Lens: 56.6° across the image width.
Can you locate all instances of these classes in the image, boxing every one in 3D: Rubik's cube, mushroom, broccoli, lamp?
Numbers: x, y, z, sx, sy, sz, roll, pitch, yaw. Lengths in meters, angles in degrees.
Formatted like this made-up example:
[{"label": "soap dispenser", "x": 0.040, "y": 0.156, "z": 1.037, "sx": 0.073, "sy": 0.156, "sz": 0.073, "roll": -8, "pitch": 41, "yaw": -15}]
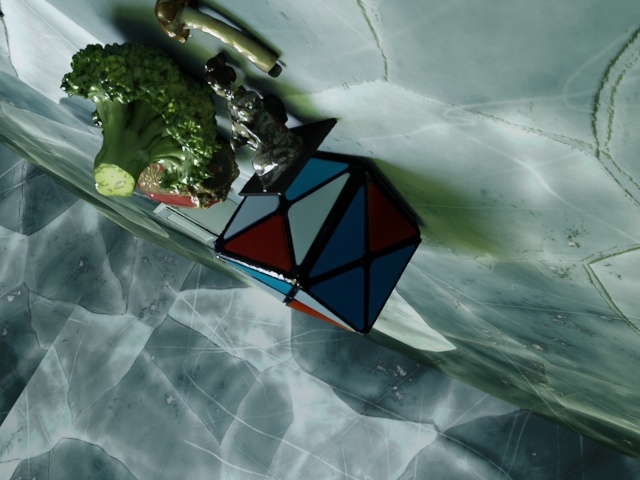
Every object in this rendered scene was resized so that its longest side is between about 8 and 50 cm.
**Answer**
[{"label": "Rubik's cube", "x": 0.000, "y": 0.000, "z": 1.110, "sx": 0.250, "sy": 0.248, "sz": 0.246, "roll": 16, "pitch": 161, "yaw": 43}, {"label": "mushroom", "x": -0.136, "y": -0.271, "z": 0.803, "sx": 0.187, "sy": 0.061, "sz": 0.060, "roll": 27, "pitch": 161, "yaw": -13}, {"label": "broccoli", "x": -0.293, "y": -0.205, "z": 1.007, "sx": 0.288, "sy": 0.235, "sz": 0.260, "roll": 27, "pitch": -161, "yaw": -25}, {"label": "lamp", "x": -0.292, "y": -0.154, "z": 1.281, "sx": 0.274, "sy": 0.177, "sz": 0.177, "roll": 10, "pitch": 157, "yaw": 50}]

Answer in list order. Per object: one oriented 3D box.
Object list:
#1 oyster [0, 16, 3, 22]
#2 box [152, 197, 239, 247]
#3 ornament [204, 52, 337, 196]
[{"label": "oyster", "x": -0.683, "y": -0.461, "z": 1.209, "sx": 0.093, "sy": 0.034, "sz": 0.051, "roll": 9, "pitch": 175, "yaw": 25}, {"label": "box", "x": -0.359, "y": -0.082, "z": 1.762, "sx": 0.225, "sy": 0.117, "sz": 0.225, "roll": 32, "pitch": 165, "yaw": -17}, {"label": "ornament", "x": -0.117, "y": -0.187, "z": 0.917, "sx": 0.196, "sy": 0.153, "sz": 0.166, "roll": 45, "pitch": 159, "yaw": -25}]
